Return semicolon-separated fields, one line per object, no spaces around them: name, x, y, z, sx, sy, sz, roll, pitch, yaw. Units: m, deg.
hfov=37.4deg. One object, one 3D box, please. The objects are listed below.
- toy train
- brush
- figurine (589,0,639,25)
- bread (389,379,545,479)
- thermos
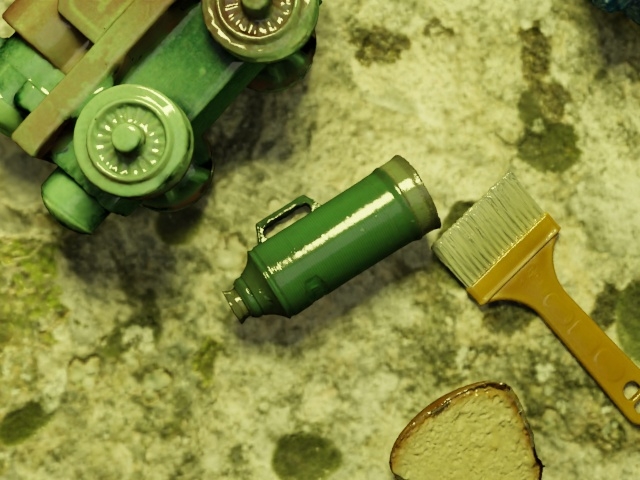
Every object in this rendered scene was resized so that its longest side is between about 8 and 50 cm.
toy train;-0.138;-0.161;0.735;0.221;0.150;0.304;41;88;1
brush;0.223;0.069;0.863;0.103;0.013;0.272;-44;99;-4
figurine;0.275;-0.256;0.809;0.164;0.120;0.262;-44;82;-11
bread;0.126;0.191;0.841;0.129;0.044;0.126;-28;105;-9
thermos;0.002;0.003;0.793;0.188;0.073;0.083;-32;99;-6
